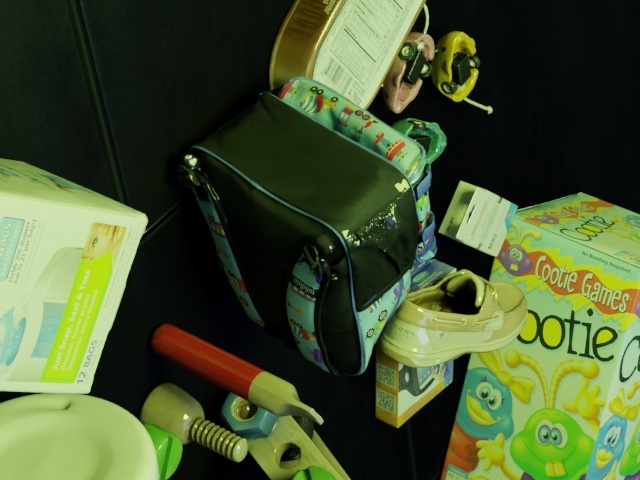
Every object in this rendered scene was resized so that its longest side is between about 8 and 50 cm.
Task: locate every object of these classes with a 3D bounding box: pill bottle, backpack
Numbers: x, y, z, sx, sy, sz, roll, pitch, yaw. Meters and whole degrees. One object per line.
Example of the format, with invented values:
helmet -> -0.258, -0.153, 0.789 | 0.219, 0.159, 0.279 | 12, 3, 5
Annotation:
pill bottle -> -0.161, 0.229, 1.233 | 0.136, 0.136, 0.245 | -38, 139, -39
backpack -> 0.000, 0.000, 1.312 | 0.117, 0.158, 0.173 | -41, 144, -25

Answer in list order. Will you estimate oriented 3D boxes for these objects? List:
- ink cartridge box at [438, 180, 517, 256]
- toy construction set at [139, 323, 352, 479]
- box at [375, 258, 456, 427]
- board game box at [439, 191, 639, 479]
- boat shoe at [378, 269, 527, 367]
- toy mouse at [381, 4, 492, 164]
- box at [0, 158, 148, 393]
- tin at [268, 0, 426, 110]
ink cartridge box -> 0.128, -0.020, 1.619 | 0.083, 0.028, 0.048 | 22, 91, -59
toy construction set -> -0.014, 0.222, 1.358 | 0.257, 0.237, 0.309 | -43, 142, -34
box -> 0.079, 0.079, 1.611 | 0.081, 0.028, 0.136 | -36, 139, -40
board game box -> 0.227, 0.116, 1.750 | 0.144, 0.142, 0.275 | -15, 122, -53
boat shoe -> 0.116, 0.055, 1.565 | 0.170, 0.063, 0.059 | -19, 130, -50
toy mouse -> 0.067, -0.106, 1.466 | 0.143, 0.031, 0.161 | -52, 146, -24
box -> -0.207, 0.013, 1.054 | 0.203, 0.103, 0.114 | 10, 100, -58
tin -> 0.029, -0.164, 1.368 | 0.189, 0.040, 0.106 | -63, 153, -7
